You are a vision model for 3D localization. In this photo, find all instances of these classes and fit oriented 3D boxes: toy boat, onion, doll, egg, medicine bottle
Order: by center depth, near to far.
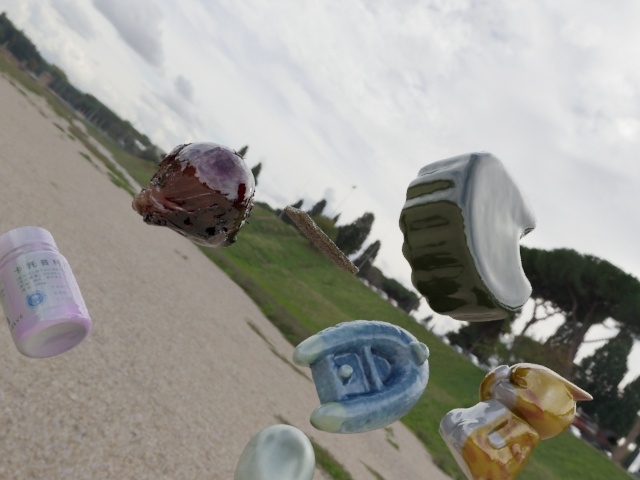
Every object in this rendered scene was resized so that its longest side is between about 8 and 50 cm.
[{"bbox_3d":[0.346,0.336,1.137,0.162,0.269,0.166,44,-1,-12],"label":"doll"},{"bbox_3d":[-0.093,0.462,1.212,0.151,0.209,0.151,15,-48,17],"label":"egg"},{"bbox_3d":[0.101,0.255,1.214,0.329,0.123,0.215,4,58,-41],"label":"toy boat"},{"bbox_3d":[-0.585,0.104,1.280,0.255,0.152,0.152,56,2,26],"label":"medicine bottle"},{"bbox_3d":[-0.255,-0.094,1.373,0.221,0.280,0.281,61,0,15],"label":"onion"}]

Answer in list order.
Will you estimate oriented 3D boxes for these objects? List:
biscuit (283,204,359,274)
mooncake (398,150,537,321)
[{"bbox_3d":[0.000,0.000,1.573,0.231,0.025,0.131,47,-9,-22],"label":"biscuit"},{"bbox_3d":[0.308,-0.007,1.291,0.187,0.351,0.351,-8,-40,43],"label":"mooncake"}]
